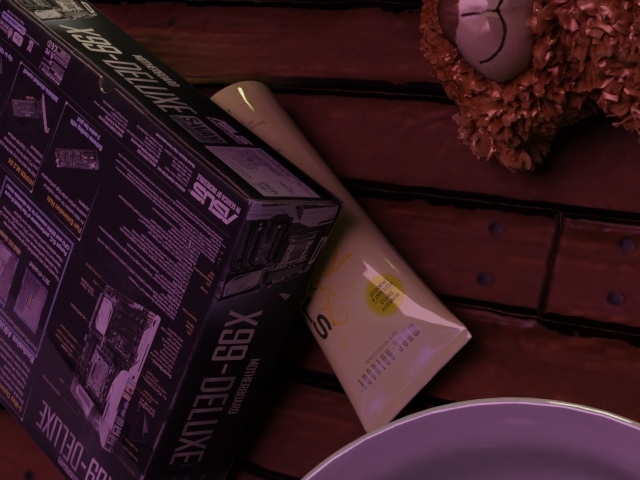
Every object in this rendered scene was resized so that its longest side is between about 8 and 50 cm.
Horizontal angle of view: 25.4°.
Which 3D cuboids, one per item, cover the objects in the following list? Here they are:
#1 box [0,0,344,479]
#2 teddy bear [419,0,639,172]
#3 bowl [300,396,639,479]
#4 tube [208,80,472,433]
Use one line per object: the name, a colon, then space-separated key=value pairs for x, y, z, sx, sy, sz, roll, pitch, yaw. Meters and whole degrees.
box: x=-0.147 y=0.004 z=0.928 sx=0.307 sy=0.077 sz=0.242 roll=39 pitch=117 yaw=37
teddy bear: x=0.188 y=-0.132 z=0.720 sx=0.338 sy=0.113 sz=0.245 roll=12 pitch=119 yaw=31
bowl: x=0.097 y=0.232 z=0.667 sx=0.298 sy=0.134 sz=0.297 roll=-5 pitch=72 yaw=15
tube: x=0.000 y=0.000 z=0.877 sx=0.062 sy=0.070 sz=0.240 roll=-24 pitch=59 yaw=-18
